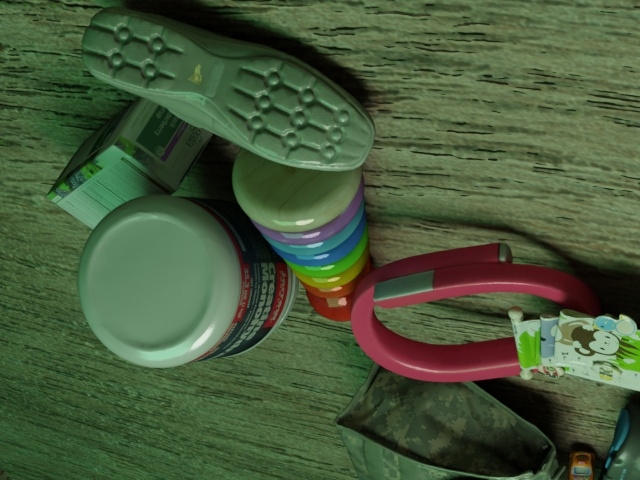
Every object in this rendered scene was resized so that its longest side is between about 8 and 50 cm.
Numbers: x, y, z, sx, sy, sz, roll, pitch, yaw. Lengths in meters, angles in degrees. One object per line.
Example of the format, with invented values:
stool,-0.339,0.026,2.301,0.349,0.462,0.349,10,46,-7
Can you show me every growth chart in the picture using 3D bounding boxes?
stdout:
growth chart,0.313,0.125,1.630,0.237,0.021,0.172,11,150,27

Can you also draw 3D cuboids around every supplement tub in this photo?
supplement tub,-0.144,0.045,1.756,0.191,0.191,0.272,20,-174,17

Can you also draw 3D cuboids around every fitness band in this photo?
fitness band,0.172,0.087,1.715,0.291,0.054,0.209,-10,143,26

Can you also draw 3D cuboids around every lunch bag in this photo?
lunch bag,0.188,0.296,1.999,0.287,0.169,0.235,22,155,24

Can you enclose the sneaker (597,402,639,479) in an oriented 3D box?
sneaker,0.416,0.327,1.910,0.139,0.125,0.341,17,154,11

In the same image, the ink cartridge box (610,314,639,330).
ink cartridge box,0.337,0.114,1.710,0.048,0.028,0.083,27,154,1

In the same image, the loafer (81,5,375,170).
loafer,-0.090,-0.160,1.568,0.319,0.112,0.111,25,-171,4

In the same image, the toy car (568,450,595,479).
toy car,0.311,0.287,2.008,0.122,0.060,0.040,18,149,20

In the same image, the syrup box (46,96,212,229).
syrup box,-0.232,-0.090,1.815,0.096,0.093,0.237,36,152,-15

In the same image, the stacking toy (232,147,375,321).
stacking toy,0.000,0.000,1.724,0.141,0.141,0.330,18,155,20
